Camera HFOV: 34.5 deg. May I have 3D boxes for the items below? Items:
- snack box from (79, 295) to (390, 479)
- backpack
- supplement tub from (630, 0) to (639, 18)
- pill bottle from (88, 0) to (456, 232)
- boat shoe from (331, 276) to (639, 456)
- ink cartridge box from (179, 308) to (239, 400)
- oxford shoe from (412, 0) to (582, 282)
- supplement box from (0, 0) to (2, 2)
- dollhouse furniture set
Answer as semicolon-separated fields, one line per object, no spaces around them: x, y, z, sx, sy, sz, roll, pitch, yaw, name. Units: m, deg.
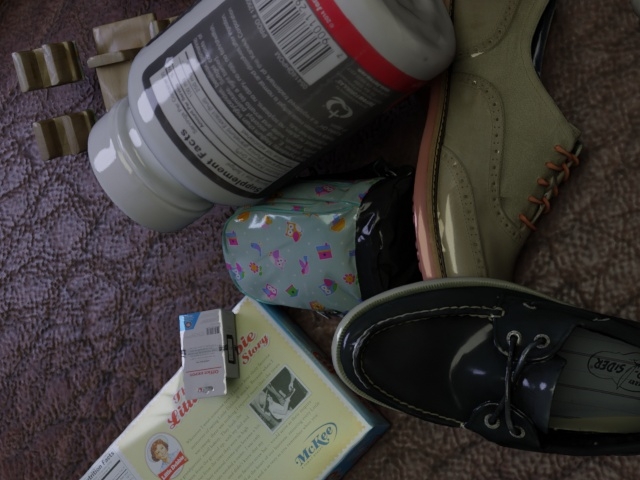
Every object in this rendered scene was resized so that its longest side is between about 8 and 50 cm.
-0.106;0.230;1.024;0.322;0.060;0.187;-48;68;8;snack box
0.000;0.000;0.977;0.182;0.115;0.152;6;109;29;backpack
0.379;-0.195;0.856;0.200;0.144;0.144;44;99;20;supplement tub
-0.055;-0.139;0.903;0.318;0.176;0.176;-33;72;28;pill bottle
0.182;0.111;0.821;0.340;0.113;0.127;14;97;-10;boat shoe
-0.107;0.111;0.997;0.048;0.028;0.083;-11;75;22;ink cartridge box
0.162;-0.055;0.925;0.147;0.140;0.397;-4;82;14;oxford shoe
-0.526;-0.311;1.228;0.191;0.129;0.194;-40;71;11;supplement box
-0.198;-0.221;1.110;0.212;0.161;0.242;-9;101;20;dollhouse furniture set
